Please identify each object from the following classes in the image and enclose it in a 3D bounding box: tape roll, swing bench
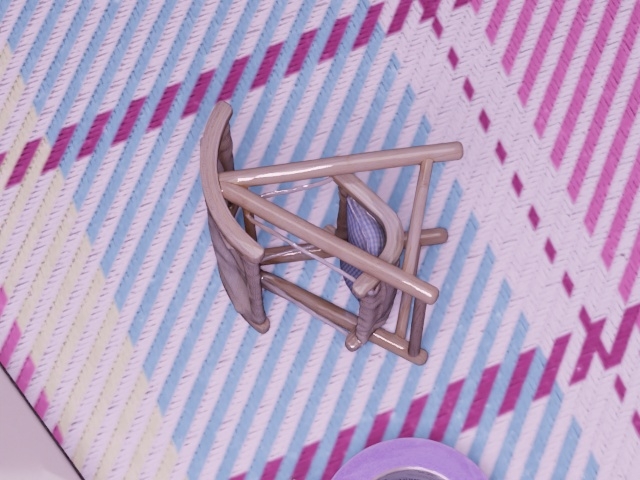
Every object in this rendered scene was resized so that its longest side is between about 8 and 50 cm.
[{"bbox_3d":[0.089,0.297,1.722,0.189,0.080,0.189,0,70,1],"label":"tape roll"},{"bbox_3d":[0.000,0.000,1.733,0.255,0.253,0.165,10,71,4],"label":"swing bench"}]

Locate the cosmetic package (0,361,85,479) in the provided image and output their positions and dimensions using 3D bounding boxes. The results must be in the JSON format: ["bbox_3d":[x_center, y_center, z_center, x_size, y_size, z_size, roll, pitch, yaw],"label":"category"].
[{"bbox_3d":[-0.346,0.182,1.725,0.113,0.160,0.309,-35,73,-10],"label":"cosmetic package"}]

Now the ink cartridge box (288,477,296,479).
[{"bbox_3d":[0.003,0.366,1.653,0.208,0.045,0.206,35,117,11],"label":"ink cartridge box"}]
